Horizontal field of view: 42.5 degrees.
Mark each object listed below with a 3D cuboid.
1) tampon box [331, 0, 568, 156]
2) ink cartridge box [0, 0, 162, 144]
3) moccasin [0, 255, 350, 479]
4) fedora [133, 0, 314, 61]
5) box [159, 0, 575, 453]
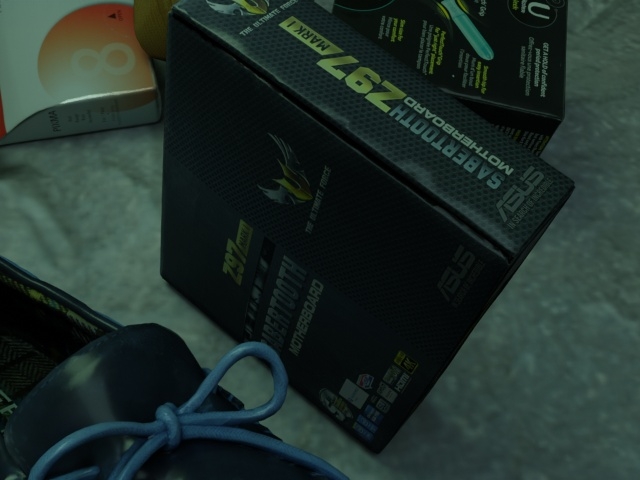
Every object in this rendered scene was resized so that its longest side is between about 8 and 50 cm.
[{"bbox_3d":[0.080,-0.119,0.587,0.161,0.101,0.120,13,61,-2],"label":"tampon box"},{"bbox_3d":[-0.216,-0.140,0.593,0.179,0.045,0.145,-10,62,-16],"label":"ink cartridge box"},{"bbox_3d":[-0.102,0.094,0.364,0.342,0.116,0.138,19,30,27],"label":"moccasin"},{"bbox_3d":[-0.075,-0.172,0.587,0.079,0.194,0.194,-7,55,30],"label":"fedora"},{"bbox_3d":[0.000,0.000,0.435,0.183,0.232,0.059,39,57,13],"label":"box"}]
